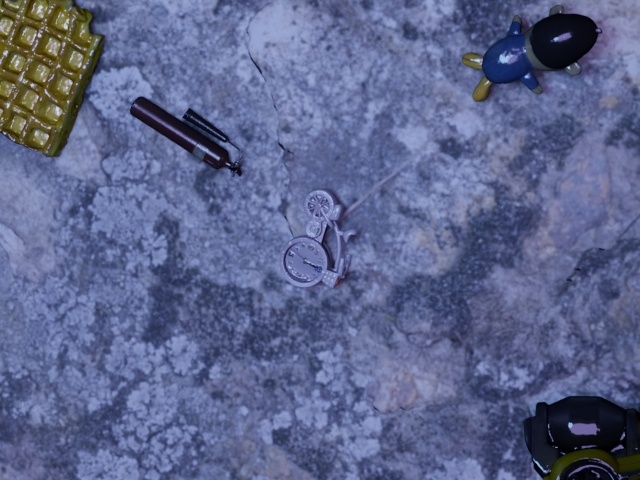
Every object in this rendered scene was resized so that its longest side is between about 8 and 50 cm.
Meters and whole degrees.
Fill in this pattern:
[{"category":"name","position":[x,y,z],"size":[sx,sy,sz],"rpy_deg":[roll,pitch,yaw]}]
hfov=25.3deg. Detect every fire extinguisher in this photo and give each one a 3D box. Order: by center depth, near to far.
[{"category":"fire extinguisher","position":[-0.164,-0.137,1.843],"size":[0.173,0.035,0.049],"rpy_deg":[33,59,7]}]

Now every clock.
[{"category":"clock","position":[0.000,0.000,1.814],"size":[0.087,0.041,0.129],"rpy_deg":[19,101,12]}]

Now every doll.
[{"category":"doll","position":[0.262,-0.230,1.744],"size":[0.179,0.089,0.102],"rpy_deg":[-16,90,33]}]

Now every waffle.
[{"category":"waffle","position":[-0.376,-0.235,1.858],"size":[0.160,0.055,0.211],"rpy_deg":[24,97,7]}]

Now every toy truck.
[{"category":"toy truck","position":[0.366,0.257,1.724],"size":[0.224,0.147,0.165],"rpy_deg":[-14,68,7]}]
